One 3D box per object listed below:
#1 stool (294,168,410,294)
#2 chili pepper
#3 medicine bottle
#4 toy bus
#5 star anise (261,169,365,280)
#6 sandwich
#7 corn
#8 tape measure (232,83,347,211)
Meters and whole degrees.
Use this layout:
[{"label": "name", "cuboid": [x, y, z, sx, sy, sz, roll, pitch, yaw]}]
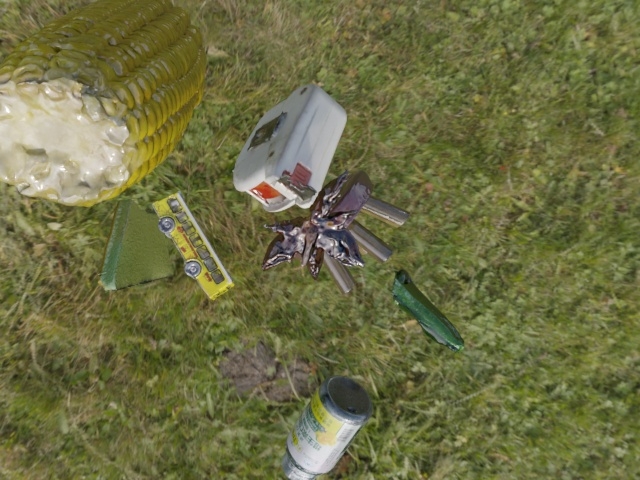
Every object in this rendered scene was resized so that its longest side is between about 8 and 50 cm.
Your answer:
[{"label": "stool", "cuboid": [0.070, -0.024, 1.390, 0.178, 0.272, 0.272, 39, 85, -8]}, {"label": "chili pepper", "cuboid": [0.219, 0.155, 1.210, 0.062, 0.108, 0.216, -39, 66, -3]}, {"label": "medicine bottle", "cuboid": [0.005, 0.480, 1.419, 0.142, 0.141, 0.293, 21, 118, -14]}, {"label": "toy bus", "cuboid": [-0.260, 0.013, 1.158, 0.074, 0.081, 0.226, -31, 83, -7]}, {"label": "star anise", "cuboid": [0.000, -0.001, 0.946, 0.212, 0.053, 0.157, -36, 111, 7]}, {"label": "sandwich", "cuboid": [-0.462, 0.005, 1.378, 0.063, 0.245, 0.211, -12, 90, 16]}, {"label": "corn", "cuboid": [-0.165, -0.132, 0.477, 0.131, 0.344, 0.131, -3, 119, -5]}, {"label": "tape measure", "cuboid": [-0.072, -0.183, 1.179, 0.130, 0.265, 0.258, 35, 61, -29]}]
